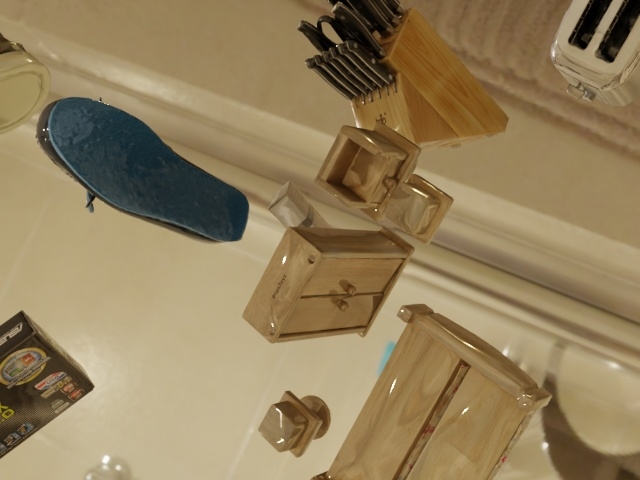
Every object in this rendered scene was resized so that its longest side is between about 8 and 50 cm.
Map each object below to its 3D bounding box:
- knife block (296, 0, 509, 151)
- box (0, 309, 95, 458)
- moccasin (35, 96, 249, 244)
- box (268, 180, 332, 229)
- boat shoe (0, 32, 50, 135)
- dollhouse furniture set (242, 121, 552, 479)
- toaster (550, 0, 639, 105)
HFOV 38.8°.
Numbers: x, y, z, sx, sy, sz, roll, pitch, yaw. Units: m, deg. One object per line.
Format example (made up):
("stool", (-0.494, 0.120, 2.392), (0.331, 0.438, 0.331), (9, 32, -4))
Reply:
("knife block", (0.102, -0.230, 1.136), (0.275, 0.088, 0.242), (-12, -90, -43))
("box", (-0.536, 0.261, 1.492), (0.270, 0.060, 0.216), (-37, -35, -10))
("moccasin", (-0.249, -0.072, 1.229), (0.342, 0.116, 0.138), (37, -115, -40))
("box", (0.000, 0.000, 1.350), (0.038, 0.186, 0.145), (-39, 8, 8))
("boat shoe", (-0.366, -0.119, 0.731), (0.305, 0.091, 0.109), (-26, -25, -49))
("dollhouse furniture set", (0.125, 0.111, 0.827), (0.173, 0.355, 0.303), (1, -59, -55))
("toaster", (0.404, -0.292, 1.218), (0.146, 0.129, 0.227), (-8, -51, -62))
